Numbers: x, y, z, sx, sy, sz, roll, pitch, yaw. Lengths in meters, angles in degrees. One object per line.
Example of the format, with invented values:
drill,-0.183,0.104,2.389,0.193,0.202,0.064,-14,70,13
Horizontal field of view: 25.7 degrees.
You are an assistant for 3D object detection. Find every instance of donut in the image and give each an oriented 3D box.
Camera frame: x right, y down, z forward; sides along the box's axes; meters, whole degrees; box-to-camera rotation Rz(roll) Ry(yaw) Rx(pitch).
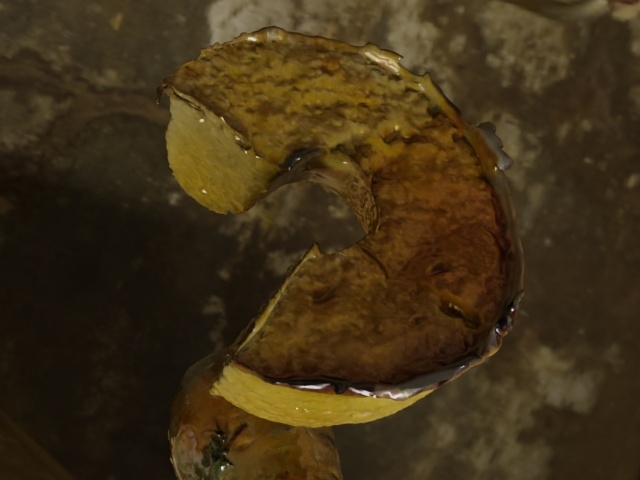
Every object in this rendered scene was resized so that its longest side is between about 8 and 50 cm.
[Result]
donut,0.010,-0.002,0.581,0.146,0.181,0.078,-5,146,-21

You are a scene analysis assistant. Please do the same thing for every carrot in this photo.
carrot,0.004,0.177,0.594,0.078,0.298,0.078,-17,149,-11
